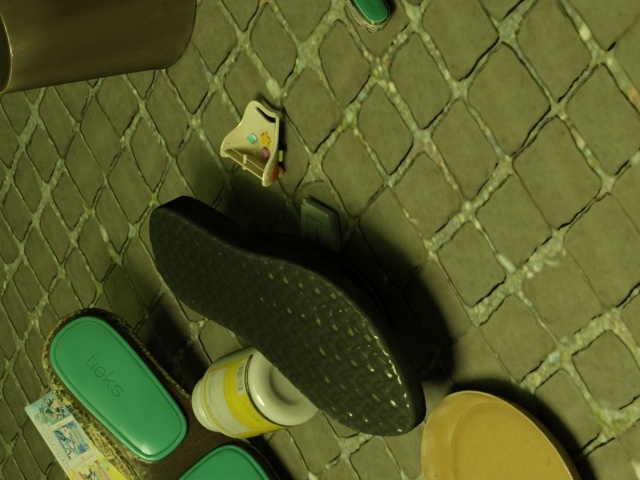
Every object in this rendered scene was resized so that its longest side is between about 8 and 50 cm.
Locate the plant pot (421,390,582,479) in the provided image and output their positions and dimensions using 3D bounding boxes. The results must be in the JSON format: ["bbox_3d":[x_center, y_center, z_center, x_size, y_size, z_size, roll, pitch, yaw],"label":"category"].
[{"bbox_3d":[0.189,0.255,1.521,0.236,0.032,0.236,31,130,44],"label":"plant pot"}]

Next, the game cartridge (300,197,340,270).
[{"bbox_3d":[0.000,0.000,1.672,0.056,0.017,0.083,34,133,46],"label":"game cartridge"}]

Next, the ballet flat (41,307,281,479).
[{"bbox_3d":[-0.166,0.285,1.920,0.483,0.164,0.182,48,171,17],"label":"ballet flat"}]

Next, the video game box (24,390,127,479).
[{"bbox_3d":[-0.282,0.270,2.092,0.187,0.048,0.205,-32,91,31],"label":"video game box"}]

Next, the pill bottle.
[{"bbox_3d":[-0.077,0.175,1.789,0.184,0.103,0.103,-24,87,56],"label":"pill bottle"}]

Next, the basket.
[{"bbox_3d":[-0.284,-0.252,1.753,0.154,0.227,0.204,61,146,13],"label":"basket"}]

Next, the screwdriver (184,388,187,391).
[{"bbox_3d":[-0.151,0.275,2.015,0.024,0.025,0.170,-38,76,55],"label":"screwdriver"}]

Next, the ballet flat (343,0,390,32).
[{"bbox_3d":[0.030,-0.246,1.488,0.114,0.041,0.041,60,145,16],"label":"ballet flat"}]

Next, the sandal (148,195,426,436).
[{"bbox_3d":[-0.025,0.054,1.648,0.445,0.107,0.168,33,137,42],"label":"sandal"}]

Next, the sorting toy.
[{"bbox_3d":[-0.065,-0.112,1.687,0.083,0.045,0.075,36,126,41],"label":"sorting toy"}]
